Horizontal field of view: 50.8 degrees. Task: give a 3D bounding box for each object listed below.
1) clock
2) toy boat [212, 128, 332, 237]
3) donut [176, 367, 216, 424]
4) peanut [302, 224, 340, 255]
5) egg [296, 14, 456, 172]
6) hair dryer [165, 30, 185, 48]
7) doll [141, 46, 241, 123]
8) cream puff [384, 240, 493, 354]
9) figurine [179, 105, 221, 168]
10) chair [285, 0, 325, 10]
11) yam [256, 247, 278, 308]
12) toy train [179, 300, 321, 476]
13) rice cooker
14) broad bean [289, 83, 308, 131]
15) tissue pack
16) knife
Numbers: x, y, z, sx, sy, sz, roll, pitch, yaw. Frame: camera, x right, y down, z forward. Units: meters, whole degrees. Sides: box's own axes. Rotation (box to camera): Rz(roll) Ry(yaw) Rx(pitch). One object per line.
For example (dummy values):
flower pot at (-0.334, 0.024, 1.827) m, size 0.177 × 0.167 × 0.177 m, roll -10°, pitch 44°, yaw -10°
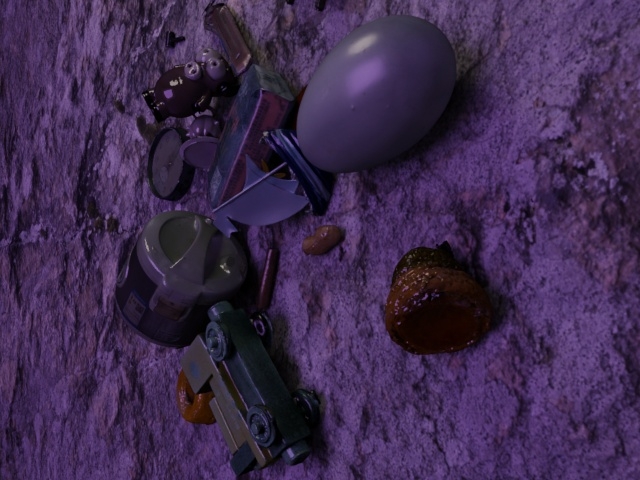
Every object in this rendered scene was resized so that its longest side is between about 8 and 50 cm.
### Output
clock at (-0.434, -0.221, 1.944) m, size 0.214 × 0.041 × 0.215 m, roll -6°, pitch 82°, yaw 47°
toy boat at (-0.120, -0.102, 1.468) m, size 0.291 × 0.067 × 0.221 m, roll -34°, pitch 104°, yaw 14°
donut at (-0.321, 0.389, 1.750) m, size 0.162 × 0.065 × 0.179 m, roll 3°, pitch 89°, yaw 48°
peanut at (0.000, 0.000, 1.450) m, size 0.113 × 0.053 × 0.054 m, roll -34°, pitch 63°, yaw 41°
egg at (0.090, -0.257, 1.242) m, size 0.371 × 0.229 × 0.230 m, roll -36°, pitch 61°, yaw 44°
hair dryer at (-0.427, -0.594, 1.981) m, size 0.083 × 0.026 × 0.047 m, roll 7°, pitch 93°, yaw 44°
doll at (-0.327, -0.401, 1.727) m, size 0.257 × 0.117 × 0.182 m, roll -32°, pitch 65°, yaw -4°
cream puff at (0.198, 0.085, 1.168) m, size 0.183 × 0.183 × 0.169 m, roll -44°, pitch 31°, yaw 35°
figurine at (-0.303, -0.283, 1.763) m, size 0.132 × 0.132 × 0.154 m, roll -35°, pitch 49°, yaw 40°
chair at (-0.048, -0.665, 1.489) m, size 0.136 × 0.147 × 0.271 m, roll 32°, pitch 112°, yaw 44°
yam at (-0.125, 0.090, 1.589) m, size 0.032 × 0.032 × 0.146 m, roll 17°, pitch 98°, yaw 47°
toy train at (-0.162, 0.337, 1.502) m, size 0.397 × 0.160 × 0.253 m, roll 57°, pitch 133°, yaw 23°
rice cooker at (-0.337, 0.090, 1.630) m, size 0.277 × 0.288 × 0.288 m, roll -54°, pitch 51°, yaw 36°
broad bean at (-0.013, -0.272, 1.462) m, size 0.114 × 0.084 × 0.165 m, roll 57°, pitch 130°, yaw 43°
tissue pack at (-0.171, -0.230, 1.566) m, size 0.316 × 0.103 × 0.228 m, roll -64°, pitch 24°, yaw 23°
knife at (-0.233, -0.513, 1.713) m, size 0.089 × 0.043 × 0.365 m, roll -53°, pitch 41°, yaw 23°
